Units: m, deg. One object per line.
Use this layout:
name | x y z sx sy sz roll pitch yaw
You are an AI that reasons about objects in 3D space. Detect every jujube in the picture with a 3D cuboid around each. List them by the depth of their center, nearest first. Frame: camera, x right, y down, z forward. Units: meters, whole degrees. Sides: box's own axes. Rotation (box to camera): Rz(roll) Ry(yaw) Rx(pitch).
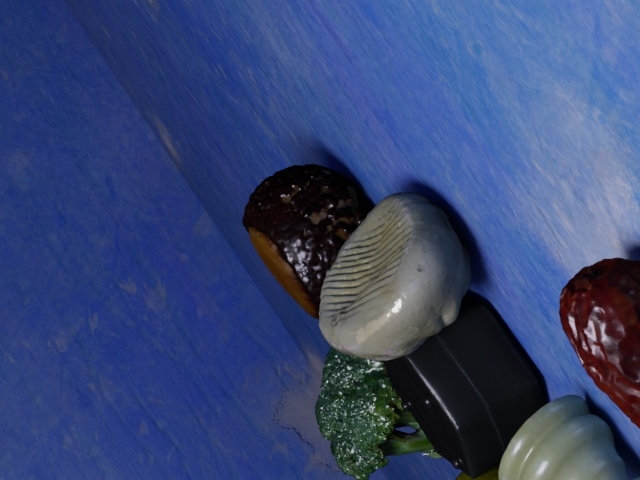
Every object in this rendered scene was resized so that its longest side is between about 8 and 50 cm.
jujube | 0.289 0.100 1.328 0.176 0.109 0.112 56 -157 -7

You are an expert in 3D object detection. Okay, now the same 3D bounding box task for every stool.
stool | 0.181 0.185 1.913 0.232 0.141 0.232 53 168 16

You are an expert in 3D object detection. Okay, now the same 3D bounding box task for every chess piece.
chess piece | 0.337 0.304 1.658 0.251 0.144 0.144 41 162 34

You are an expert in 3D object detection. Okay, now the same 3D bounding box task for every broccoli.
broccoli | 0.131 0.217 2.125 0.254 0.269 0.269 -71 -34 -46

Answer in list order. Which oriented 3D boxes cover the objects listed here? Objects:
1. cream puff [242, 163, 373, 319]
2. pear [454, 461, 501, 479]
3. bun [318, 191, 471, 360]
cream puff | 0.000 0.000 2.105 0.239 0.165 0.239 51 170 12
pear | 0.272 0.423 1.891 0.287 0.287 0.375 77 179 -59
bun | 0.103 0.052 1.802 0.133 0.231 0.231 27 180 -22
